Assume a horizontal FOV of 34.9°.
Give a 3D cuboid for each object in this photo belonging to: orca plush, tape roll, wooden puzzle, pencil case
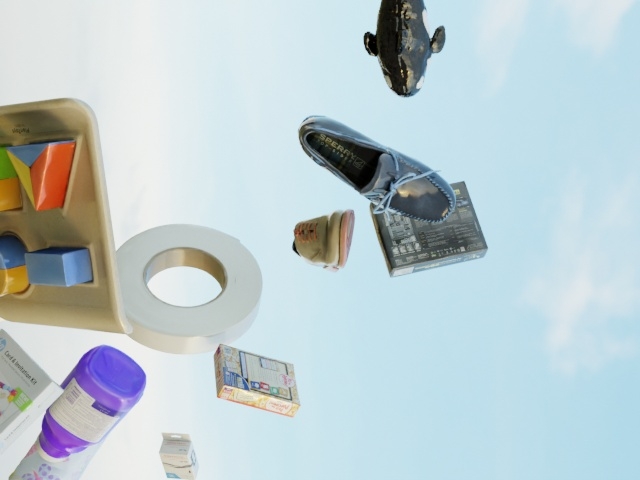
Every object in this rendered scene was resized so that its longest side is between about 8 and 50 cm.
[{"bbox_3d":[0.166,-0.389,1.845,0.102,0.151,0.287,-94,-161,-65],"label":"orca plush"},{"bbox_3d":[-0.335,0.112,2.527,0.072,0.392,0.392,100,-22,-44],"label":"tape roll"},{"bbox_3d":[-0.429,-0.026,1.500,0.322,0.080,0.347,1,-75,40],"label":"wooden puzzle"},{"bbox_3d":[-0.462,0.370,1.901,0.273,0.113,0.124,-58,177,-34],"label":"pencil case"}]

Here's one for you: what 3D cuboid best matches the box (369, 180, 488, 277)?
[{"bbox_3d":[0.246,-0.027,2.338,0.059,0.233,0.183,100,-24,-66],"label":"box"}]

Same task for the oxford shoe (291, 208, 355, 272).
[{"bbox_3d":[0.000,0.000,2.326,0.348,0.130,0.123,118,-15,-73],"label":"oxford shoe"}]

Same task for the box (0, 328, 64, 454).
[{"bbox_3d":[-0.479,0.237,1.456,0.145,0.186,0.038,35,-17,34],"label":"box"}]

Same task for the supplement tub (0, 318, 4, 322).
[{"bbox_3d":[-0.663,0.039,1.975,0.272,0.191,0.191,-139,-130,-61],"label":"supplement tub"}]

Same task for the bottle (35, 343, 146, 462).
[{"bbox_3d":[-0.395,0.283,1.702,0.283,0.118,0.092,-47,-171,40],"label":"bottle"}]

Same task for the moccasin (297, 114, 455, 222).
[{"bbox_3d":[0.101,-0.121,1.976,0.117,0.342,0.137,-70,-176,-74],"label":"moccasin"}]

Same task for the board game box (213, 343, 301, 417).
[{"bbox_3d":[-0.148,0.324,2.359,0.045,0.194,0.146,-60,-157,27],"label":"board game box"}]

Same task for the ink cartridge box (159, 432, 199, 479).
[{"bbox_3d":[-0.221,0.335,1.580,0.028,0.048,0.083,-78,165,-48],"label":"ink cartridge box"}]
